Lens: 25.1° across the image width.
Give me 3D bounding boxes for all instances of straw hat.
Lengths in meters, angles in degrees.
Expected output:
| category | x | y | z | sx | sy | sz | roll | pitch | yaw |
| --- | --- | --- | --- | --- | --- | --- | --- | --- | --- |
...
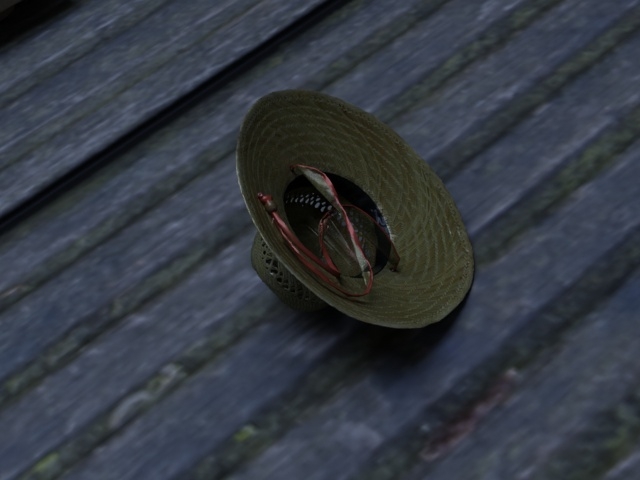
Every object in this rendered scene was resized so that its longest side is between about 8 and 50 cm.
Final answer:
| category | x | y | z | sx | sy | sz | roll | pitch | yaw |
| --- | --- | --- | --- | --- | --- | --- | --- | --- | --- |
| straw hat | 0.000 | 0.000 | 0.685 | 0.061 | 0.144 | 0.144 | -46 | 21 | 36 |

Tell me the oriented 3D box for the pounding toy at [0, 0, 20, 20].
| category | x | y | z | sx | sy | sz | roll | pitch | yaw |
| --- | --- | --- | --- | --- | --- | --- | --- | --- | --- |
| pounding toy | -0.248 | -0.178 | 0.995 | 0.130 | 0.100 | 0.141 | -35 | 30 | -23 |
